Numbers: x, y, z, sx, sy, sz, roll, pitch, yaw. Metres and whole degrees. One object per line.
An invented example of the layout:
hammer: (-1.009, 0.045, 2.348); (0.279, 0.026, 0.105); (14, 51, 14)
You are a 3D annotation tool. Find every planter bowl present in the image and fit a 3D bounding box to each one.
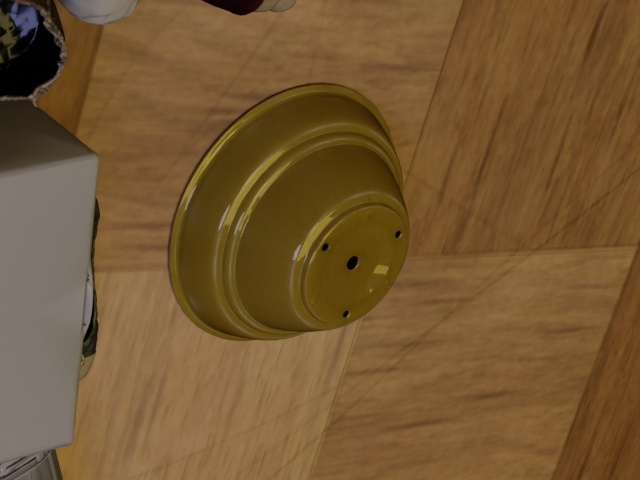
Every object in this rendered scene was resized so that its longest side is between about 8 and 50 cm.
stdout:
planter bowl: (0.000, 0.000, 1.450); (0.217, 0.090, 0.217); (-23, 131, -30)

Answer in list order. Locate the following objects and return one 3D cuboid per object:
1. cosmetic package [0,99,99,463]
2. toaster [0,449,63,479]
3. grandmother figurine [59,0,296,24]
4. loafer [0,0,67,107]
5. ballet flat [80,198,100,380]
cosmetic package: (-0.330, 0.043, 1.123); (0.385, 0.156, 0.217); (-13, 125, -39)
toaster: (-0.256, 0.190, 1.308); (0.227, 0.129, 0.146); (-25, 129, -28)
grandmother figurine: (-0.036, -0.230, 1.237); (0.342, 0.104, 0.208); (-31, 126, -35)
loafer: (-0.291, -0.127, 1.061); (0.366, 0.130, 0.134); (-10, 122, -39)
ballet flat: (-0.177, 0.031, 1.334); (0.057, 0.049, 0.173); (-22, 130, -30)
